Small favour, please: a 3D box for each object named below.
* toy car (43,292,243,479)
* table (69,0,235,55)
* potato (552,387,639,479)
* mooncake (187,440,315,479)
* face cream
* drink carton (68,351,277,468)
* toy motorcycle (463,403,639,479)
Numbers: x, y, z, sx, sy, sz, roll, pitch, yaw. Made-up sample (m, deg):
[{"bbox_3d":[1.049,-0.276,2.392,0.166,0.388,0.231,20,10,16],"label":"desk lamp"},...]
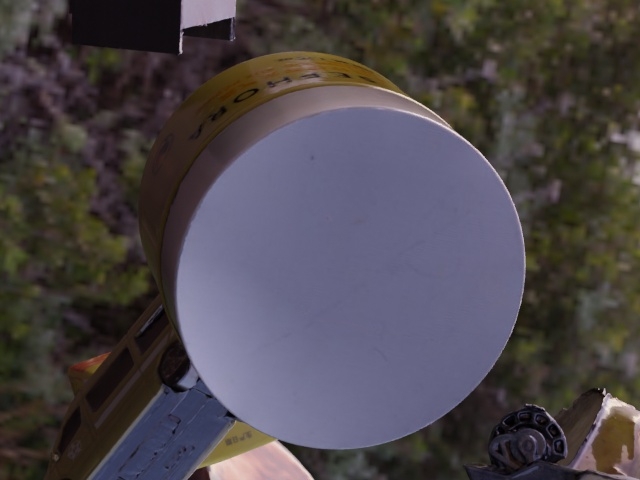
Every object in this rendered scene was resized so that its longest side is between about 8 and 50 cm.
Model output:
[{"bbox_3d":[-0.150,0.153,1.525,0.101,0.124,0.256,31,104,-37],"label":"toy car"},{"bbox_3d":[-0.216,-0.346,2.243,0.169,0.172,0.193,-31,126,-64],"label":"table"},{"bbox_3d":[0.238,0.305,1.619,0.299,0.196,0.246,-55,-176,-10],"label":"potato"},{"bbox_3d":[-0.101,0.390,2.277,0.334,0.174,0.326,45,16,-24],"label":"mooncake"},{"bbox_3d":[0.000,0.000,1.133,0.179,0.218,0.218,-128,-139,-69],"label":"face cream"},{"bbox_3d":[-0.157,0.165,1.835,0.351,0.155,0.111,171,-99,-75],"label":"drink carton"},{"bbox_3d":[0.220,0.212,1.216,0.091,0.263,0.157,45,58,-77],"label":"toy motorcycle"}]
